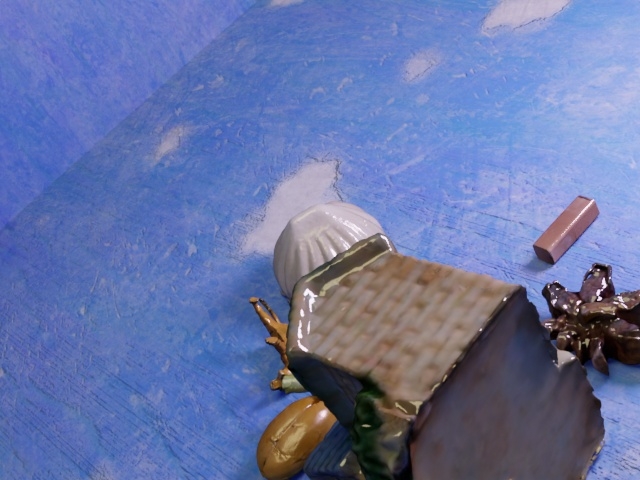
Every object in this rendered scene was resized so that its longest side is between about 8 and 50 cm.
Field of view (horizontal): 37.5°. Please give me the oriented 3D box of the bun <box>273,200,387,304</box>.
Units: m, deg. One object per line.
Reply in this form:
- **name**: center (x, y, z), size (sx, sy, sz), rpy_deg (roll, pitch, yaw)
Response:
- **bun**: center (0.000, 0.000, 2.010), size (0.263, 0.175, 0.263), rpy_deg (-18, 37, 14)

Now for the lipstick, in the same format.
- **lipstick**: center (0.471, -0.021, 1.807), size (0.145, 0.045, 0.045), rpy_deg (-45, 39, -16)

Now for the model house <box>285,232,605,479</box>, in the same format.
- **model house**: center (0.125, 0.251, 1.402), size (0.400, 0.445, 0.395), rpy_deg (21, 63, 45)

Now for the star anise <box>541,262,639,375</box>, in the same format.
- **star anise**: center (0.474, 0.125, 1.592), size (0.220, 0.099, 0.214), rpy_deg (-10, 51, 26)

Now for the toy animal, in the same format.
- **toy animal**: center (-0.073, 0.189, 1.922), size (0.114, 0.116, 0.255), rpy_deg (-10, 29, -11)

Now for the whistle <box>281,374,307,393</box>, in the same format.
- **whistle**: center (0.028, 0.261, 1.751), size (0.198, 0.057, 0.104), rpy_deg (-10, 19, 6)

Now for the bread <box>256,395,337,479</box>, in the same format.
- **bread**: center (-0.045, 0.352, 1.713), size (0.189, 0.077, 0.114), rpy_deg (-48, 35, -18)

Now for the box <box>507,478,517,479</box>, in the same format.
- **box**: center (0.272, 0.453, 1.197), size (0.076, 0.274, 0.174), rpy_deg (11, 53, 43)
